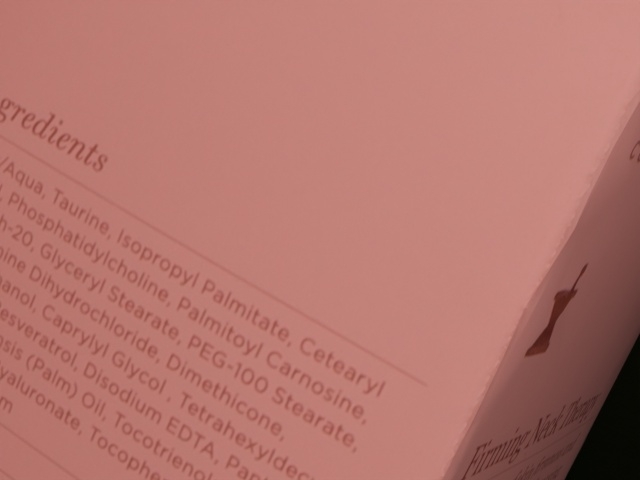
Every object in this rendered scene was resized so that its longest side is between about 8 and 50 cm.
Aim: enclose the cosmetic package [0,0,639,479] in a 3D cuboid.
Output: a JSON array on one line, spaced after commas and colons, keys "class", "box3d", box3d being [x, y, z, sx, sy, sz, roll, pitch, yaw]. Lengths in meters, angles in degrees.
[{"class": "cosmetic package", "box3d": [0.000, 0.000, 0.671, 0.329, 0.327, 0.394, 0, 117, -64]}]
